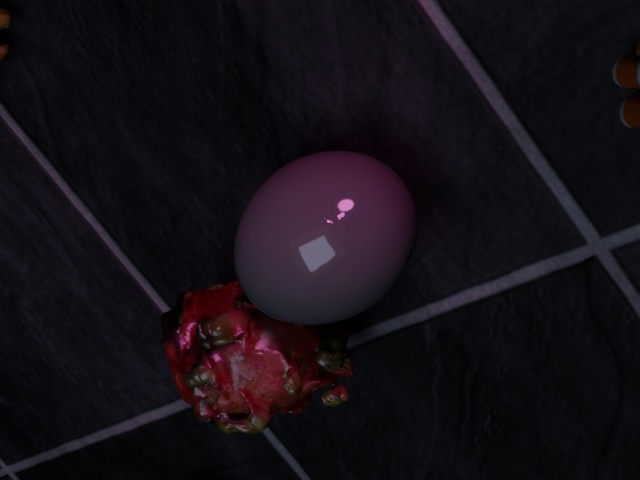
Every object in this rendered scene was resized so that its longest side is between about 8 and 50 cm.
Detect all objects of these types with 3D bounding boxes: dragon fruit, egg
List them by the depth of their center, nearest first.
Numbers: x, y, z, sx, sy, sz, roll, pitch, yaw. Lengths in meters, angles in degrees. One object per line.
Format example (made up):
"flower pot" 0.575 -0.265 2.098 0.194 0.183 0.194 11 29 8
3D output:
"egg" 0.000 0.000 1.026 0.146 0.146 0.198 49 139 -11
"dragon fruit" -0.058 0.107 1.140 0.172 0.166 0.160 -13 77 4

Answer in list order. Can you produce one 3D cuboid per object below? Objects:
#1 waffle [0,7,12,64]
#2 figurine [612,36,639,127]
"waffle" -0.430 -0.241 1.165 0.291 0.051 0.291 17 130 21
"figurine" 0.294 -0.094 0.749 0.143 0.143 0.271 59 173 -20
